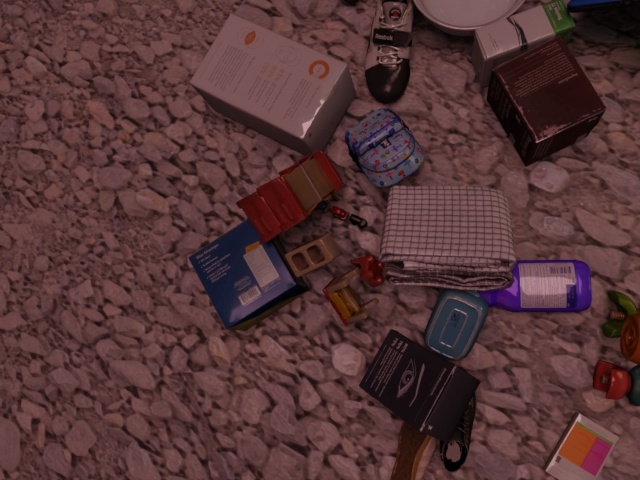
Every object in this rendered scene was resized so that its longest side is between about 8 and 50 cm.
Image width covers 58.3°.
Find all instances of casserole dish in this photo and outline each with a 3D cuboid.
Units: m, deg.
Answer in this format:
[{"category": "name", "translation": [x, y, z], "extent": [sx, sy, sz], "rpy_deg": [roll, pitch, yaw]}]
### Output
[{"category": "casserole dish", "translation": [0.300, 0.192, 1.288], "extent": [0.114, 0.037, 0.189], "rpy_deg": [24, 112, 14]}]

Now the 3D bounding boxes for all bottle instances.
[{"category": "bottle", "translation": [0.450, 0.103, 1.288], "extent": [0.282, 0.092, 0.118], "rpy_deg": [-2, 80, 11]}]

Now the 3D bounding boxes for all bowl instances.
[{"category": "bowl", "translation": [0.369, -0.625, 1.426], "extent": [0.297, 0.134, 0.298], "rpy_deg": [-2, 79, 10]}]

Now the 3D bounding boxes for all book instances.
[{"category": "book", "translation": [0.558, 0.457, 1.228], "extent": [0.096, 0.035, 0.144], "rpy_deg": [31, 87, 12]}]

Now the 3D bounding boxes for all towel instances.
[{"category": "towel", "translation": [0.281, -0.003, 1.286], "extent": [0.283, 0.121, 0.235], "rpy_deg": [1, 47, 11]}]

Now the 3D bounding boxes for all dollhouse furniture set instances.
[{"category": "dollhouse furniture set", "translation": [0.000, 0.000, 1.342], "extent": [0.152, 0.201, 0.374], "rpy_deg": [-26, 99, 39]}]

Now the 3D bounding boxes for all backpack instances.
[{"category": "backpack", "translation": [0.156, -0.215, 1.368], "extent": [0.158, 0.117, 0.173], "rpy_deg": [-31, 40, 4]}]

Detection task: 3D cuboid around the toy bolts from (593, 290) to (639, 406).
[{"category": "toy bolts", "translation": [0.680, 0.239, 1.171], "extent": [0.158, 0.218, 0.229], "rpy_deg": [9, 99, 7]}]

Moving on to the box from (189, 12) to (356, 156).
[{"category": "box", "translation": [-0.116, -0.387, 1.463], "extent": [0.345, 0.168, 0.215], "rpy_deg": [29, 86, 16]}]

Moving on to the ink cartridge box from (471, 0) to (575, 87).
[{"category": "ink cartridge box", "translation": [0.473, -0.465, 1.365], "extent": [0.208, 0.153, 0.087], "rpy_deg": [-19, 75, 7]}]

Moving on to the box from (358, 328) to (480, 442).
[{"category": "box", "translation": [0.210, 0.309, 1.239], "extent": [0.207, 0.108, 0.153], "rpy_deg": [26, 84, 52]}]

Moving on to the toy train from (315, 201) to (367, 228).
[{"category": "toy train", "translation": [0.044, -0.069, 1.434], "extent": [0.158, 0.036, 0.027], "rpy_deg": [23, 84, 15]}]

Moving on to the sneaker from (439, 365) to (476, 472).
[{"category": "sneaker", "translation": [0.301, 0.387, 1.249], "extent": [0.083, 0.118, 0.222], "rpy_deg": [1, 79, 12]}]

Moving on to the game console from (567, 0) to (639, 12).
[{"category": "game console", "translation": [0.730, -0.508, 1.305], "extent": [0.250, 0.174, 0.293], "rpy_deg": [8, 37, 37]}]

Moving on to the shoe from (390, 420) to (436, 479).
[{"category": "shoe", "translation": [0.214, 0.467, 1.289], "extent": [0.076, 0.058, 0.219], "rpy_deg": [11, 75, 45]}]

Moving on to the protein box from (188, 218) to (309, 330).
[{"category": "protein box", "translation": [-0.173, 0.082, 1.397], "extent": [0.199, 0.136, 0.201], "rpy_deg": [-33, 75, 4]}]

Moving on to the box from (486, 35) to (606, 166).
[{"category": "box", "translation": [0.509, -0.315, 1.319], "extent": [0.166, 0.168, 0.203], "rpy_deg": [-26, 75, 5]}]

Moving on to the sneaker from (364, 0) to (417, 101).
[{"category": "sneaker", "translation": [0.174, -0.521, 1.444], "extent": [0.122, 0.146, 0.331], "rpy_deg": [6, 82, 11]}]

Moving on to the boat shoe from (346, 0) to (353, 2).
[{"category": "boat shoe", "translation": [0.036, -0.752, 1.553], "extent": [0.095, 0.095, 0.257], "rpy_deg": [-39, 80, -12]}]
